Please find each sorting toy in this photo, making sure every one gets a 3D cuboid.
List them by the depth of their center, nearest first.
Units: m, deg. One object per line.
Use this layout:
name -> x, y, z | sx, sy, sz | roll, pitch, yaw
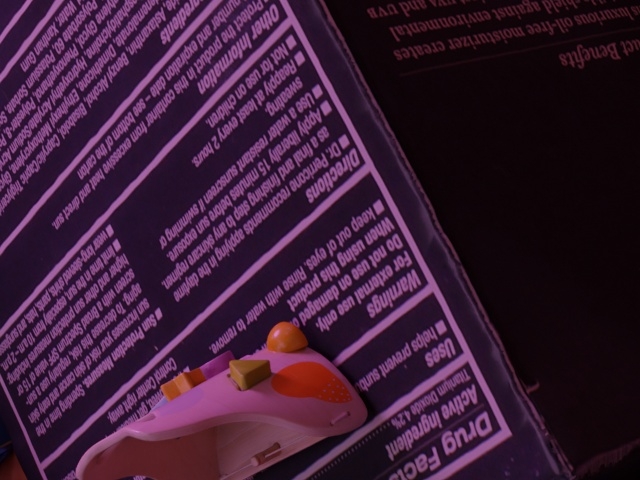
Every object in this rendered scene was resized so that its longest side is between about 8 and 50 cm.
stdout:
sorting toy -> -0.041, 0.062, 0.652 | 0.083, 0.075, 0.044 | -33, 77, 47

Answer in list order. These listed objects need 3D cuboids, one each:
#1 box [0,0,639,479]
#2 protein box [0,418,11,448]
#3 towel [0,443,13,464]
box -> 0.000, 0.000, 0.781 | 0.296, 0.183, 0.294 | -41, 69, 46
protein box -> -0.273, 0.040, 0.896 | 0.199, 0.201, 0.136 | 62, 179, -12
towel -> -0.319, 0.054, 1.287 | 0.336, 0.040, 0.243 | 59, 137, 19
